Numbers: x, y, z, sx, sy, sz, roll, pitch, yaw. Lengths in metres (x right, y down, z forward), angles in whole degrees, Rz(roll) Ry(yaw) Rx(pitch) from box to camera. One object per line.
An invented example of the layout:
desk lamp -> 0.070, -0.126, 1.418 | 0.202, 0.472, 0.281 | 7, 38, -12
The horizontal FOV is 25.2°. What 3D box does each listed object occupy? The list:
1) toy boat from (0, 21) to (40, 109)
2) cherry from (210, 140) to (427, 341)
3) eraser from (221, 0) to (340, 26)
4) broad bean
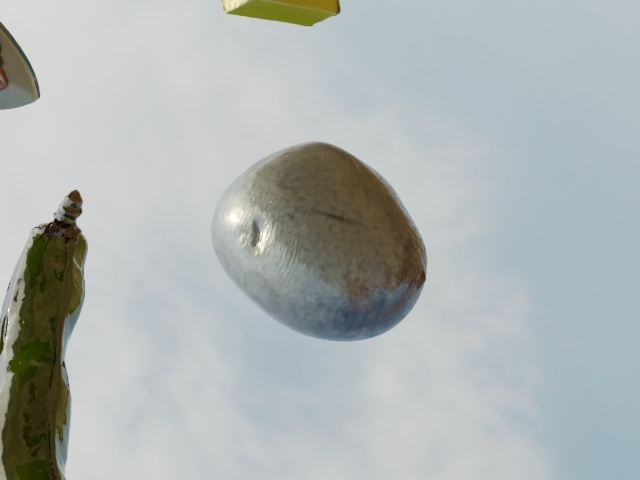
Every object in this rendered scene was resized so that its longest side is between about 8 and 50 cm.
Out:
toy boat -> -0.414, -0.216, 1.439 | 0.295, 0.129, 0.088 | 29, -161, -13
cherry -> 0.000, 0.000, 1.756 | 0.255, 0.218, 0.296 | 18, -158, -41
eraser -> -0.041, -0.252, 1.310 | 0.122, 0.045, 0.097 | 1, -105, -51
broad bean -> -0.142, 0.095, 0.709 | 0.046, 0.065, 0.254 | 24, -128, -39
